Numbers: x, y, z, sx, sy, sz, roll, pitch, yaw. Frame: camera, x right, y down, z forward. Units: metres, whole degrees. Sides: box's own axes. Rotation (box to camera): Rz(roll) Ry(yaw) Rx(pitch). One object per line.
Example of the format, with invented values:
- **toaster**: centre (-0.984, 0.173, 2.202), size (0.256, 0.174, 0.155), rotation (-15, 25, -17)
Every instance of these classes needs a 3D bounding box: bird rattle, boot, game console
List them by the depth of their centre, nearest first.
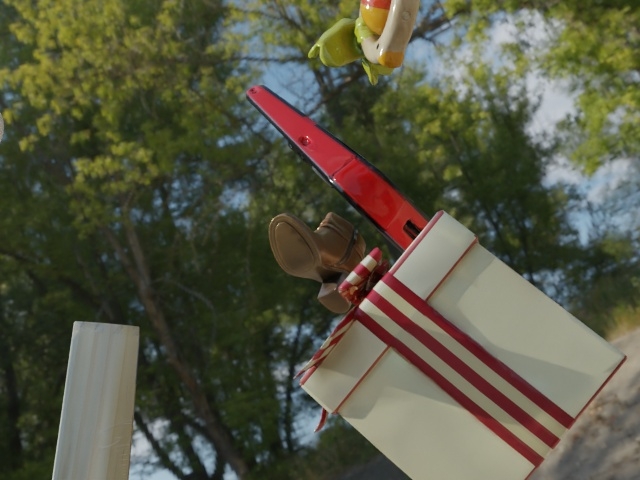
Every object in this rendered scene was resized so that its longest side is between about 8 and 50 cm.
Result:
- **bird rattle**: centre (0.097, -0.340, 1.216), size (0.143, 0.207, 0.253), rotation (13, -69, -23)
- **game console**: centre (0.078, -0.043, 1.230), size (0.060, 0.342, 0.386), rotation (-48, -48, 0)
- **boot**: centre (0.000, 0.000, 1.347), size (0.073, 0.152, 0.197), rotation (-18, -58, 30)

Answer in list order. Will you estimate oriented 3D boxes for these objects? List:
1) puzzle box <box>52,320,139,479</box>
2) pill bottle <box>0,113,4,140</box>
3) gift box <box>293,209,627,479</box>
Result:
- **puzzle box**: centre (-0.199, 0.290, 0.708), size (0.052, 0.272, 0.409), rotation (6, -41, -14)
- **pill bottle**: centre (-0.434, -0.139, 0.987), size (0.078, 0.078, 0.137), rotation (-30, -18, 21)
- **gift box**: centre (0.126, 0.143, 0.910), size (0.276, 0.258, 0.255), rotation (-48, -18, -4)
